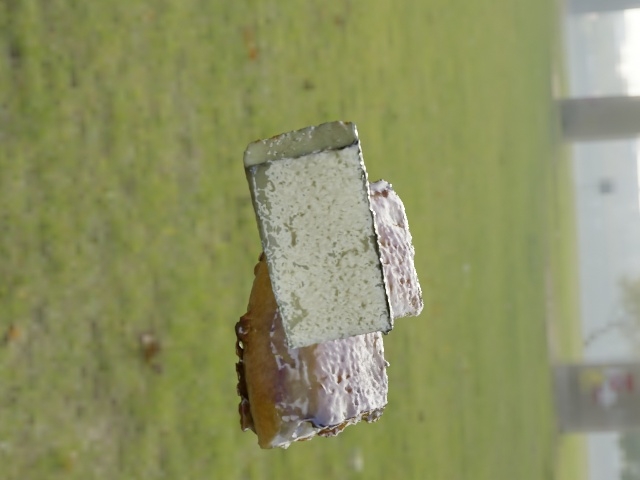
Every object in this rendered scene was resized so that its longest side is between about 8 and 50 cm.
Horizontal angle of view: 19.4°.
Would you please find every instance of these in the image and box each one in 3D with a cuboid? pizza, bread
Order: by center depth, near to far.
[{"bbox_3d":[0.000,0.000,1.080,0.028,0.068,0.153,-103,180,-49],"label":"bread"},{"bbox_3d":[0.001,0.058,1.557,0.161,0.086,0.305,50,39,-28],"label":"pizza"}]
